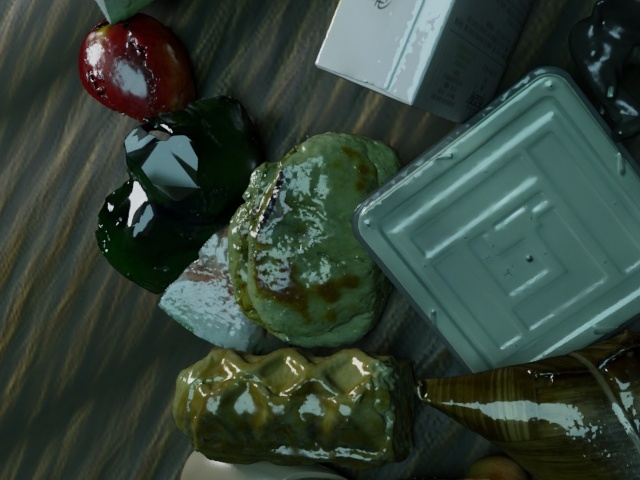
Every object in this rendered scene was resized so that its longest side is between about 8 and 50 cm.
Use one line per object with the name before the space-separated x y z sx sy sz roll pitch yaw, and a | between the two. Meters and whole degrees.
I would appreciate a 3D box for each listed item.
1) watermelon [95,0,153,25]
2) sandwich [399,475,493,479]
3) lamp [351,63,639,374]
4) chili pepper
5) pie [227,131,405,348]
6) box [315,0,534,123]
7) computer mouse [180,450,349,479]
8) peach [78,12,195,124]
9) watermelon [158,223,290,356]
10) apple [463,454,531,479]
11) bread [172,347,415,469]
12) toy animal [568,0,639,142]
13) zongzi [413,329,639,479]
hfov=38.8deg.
watermelon | -0.216 -0.418 1.033 0.283 0.292 0.250 -33 104 16
sandwich | 0.134 0.335 0.960 0.193 0.058 0.162 -29 80 57
lamp | 0.208 -0.001 0.927 0.266 0.047 0.269 -38 98 17
chili pepper | -0.175 -0.054 1.090 0.148 0.116 0.264 45 107 12
pie | 0.000 0.000 1.003 0.201 0.090 0.248 12 98 -12
box | 0.120 -0.224 0.888 0.111 0.260 0.194 26 100 19
computer mouse | -0.067 0.321 1.077 0.236 0.082 0.145 11 95 22
peach | -0.228 -0.203 1.120 0.127 0.092 0.172 -36 77 16
watermelon | -0.073 0.023 1.076 0.154 0.094 0.241 29 99 11
apple | 0.186 0.271 0.974 0.071 0.084 0.084 13 96 24
bread | -0.033 0.187 1.012 0.268 0.130 0.152 -1 122 12
toy animal | 0.337 -0.196 0.870 0.146 0.114 0.245 43 68 10
zongzi | 0.251 0.237 0.887 0.288 0.134 0.286 -8 88 0
